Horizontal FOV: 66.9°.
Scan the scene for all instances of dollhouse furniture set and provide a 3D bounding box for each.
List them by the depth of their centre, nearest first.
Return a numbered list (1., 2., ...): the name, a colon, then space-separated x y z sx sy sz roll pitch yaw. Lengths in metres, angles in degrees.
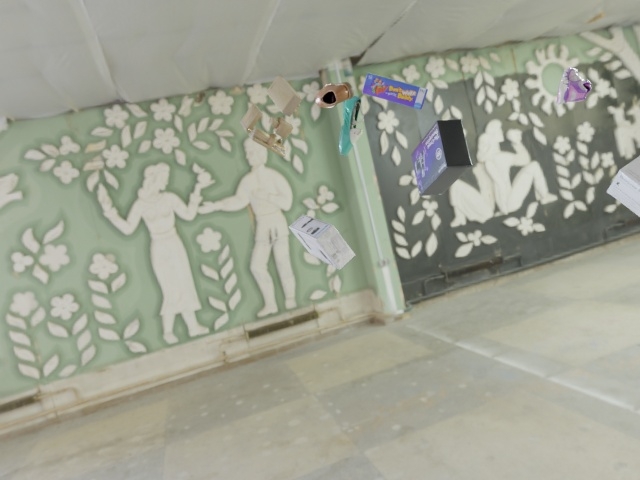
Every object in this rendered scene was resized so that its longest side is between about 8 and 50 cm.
1. dollhouse furniture set: -0.086 -0.290 1.175 0.123 0.144 0.151 23 -66 -40

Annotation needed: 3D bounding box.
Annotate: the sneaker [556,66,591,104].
1. sneaker: 0.934 -0.564 1.776 0.104 0.095 0.236 8 39 27

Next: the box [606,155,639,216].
1. box: 0.996 -0.165 1.425 0.182 0.181 0.119 -32 -31 -9

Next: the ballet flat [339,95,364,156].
1. ballet flat: 0.128 -0.462 1.938 0.087 0.247 0.083 4 -1 26

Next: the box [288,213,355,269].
1. box: 0.000 0.000 1.929 0.087 0.169 0.290 -43 23 -11

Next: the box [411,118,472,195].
1. box: 0.437 -0.296 1.780 0.103 0.184 0.261 -7 -16 -12

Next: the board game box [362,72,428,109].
1. board game box: 0.303 -0.602 1.952 0.233 0.078 0.347 17 19 4

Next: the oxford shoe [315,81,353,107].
1. oxford shoe: 0.025 -0.479 1.615 0.076 0.076 0.212 -29 15 -20
